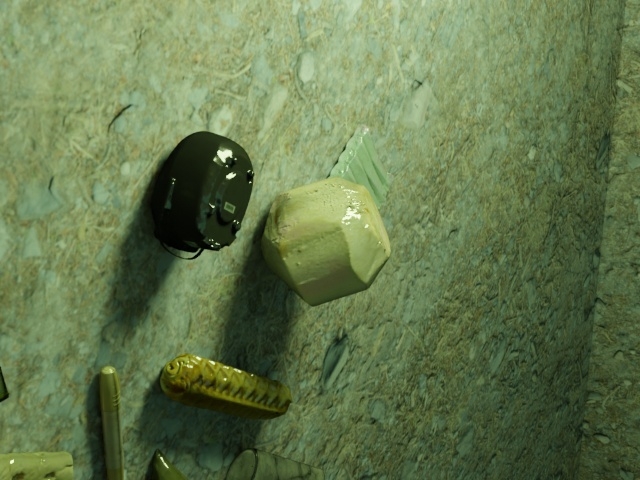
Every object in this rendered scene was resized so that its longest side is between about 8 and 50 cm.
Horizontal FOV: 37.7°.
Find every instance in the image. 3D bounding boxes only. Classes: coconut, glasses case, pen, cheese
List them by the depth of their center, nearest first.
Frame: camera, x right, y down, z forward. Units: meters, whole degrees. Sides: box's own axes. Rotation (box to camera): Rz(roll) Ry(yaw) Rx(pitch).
[{"bbox_3d":[-0.432,0.333,1.332,0.194,0.043,0.065,11,90,-56],"label":"cheese"},{"bbox_3d":[-0.329,0.300,1.486,0.040,0.032,0.233,-62,157,-63],"label":"pen"},{"bbox_3d":[0.001,0.003,1.682,0.241,0.241,0.241,-30,128,-47],"label":"coconut"},{"bbox_3d":[-0.088,0.497,1.913,0.299,0.060,0.114,36,74,-56],"label":"glasses case"}]

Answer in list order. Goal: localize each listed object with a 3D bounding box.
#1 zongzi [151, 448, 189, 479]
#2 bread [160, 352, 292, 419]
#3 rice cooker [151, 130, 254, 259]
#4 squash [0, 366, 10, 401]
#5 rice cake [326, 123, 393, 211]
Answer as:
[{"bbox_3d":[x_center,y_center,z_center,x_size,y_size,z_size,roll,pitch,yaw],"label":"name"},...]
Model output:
[{"bbox_3d":[-0.149,0.578,1.589,0.174,0.356,0.393,-29,126,-39],"label":"zongzi"},{"bbox_3d":[-0.163,0.269,1.683,0.367,0.084,0.077,31,36,-58],"label":"bread"},{"bbox_3d":[-0.182,-0.069,1.453,0.142,0.118,0.203,30,75,-57],"label":"rice cooker"},{"bbox_3d":[-0.494,0.133,1.133,0.184,0.085,0.192,-17,120,-20],"label":"squash"},{"bbox_3d":[0.079,-0.109,1.908,0.189,0.037,0.198,-63,147,-15],"label":"rice cake"}]
